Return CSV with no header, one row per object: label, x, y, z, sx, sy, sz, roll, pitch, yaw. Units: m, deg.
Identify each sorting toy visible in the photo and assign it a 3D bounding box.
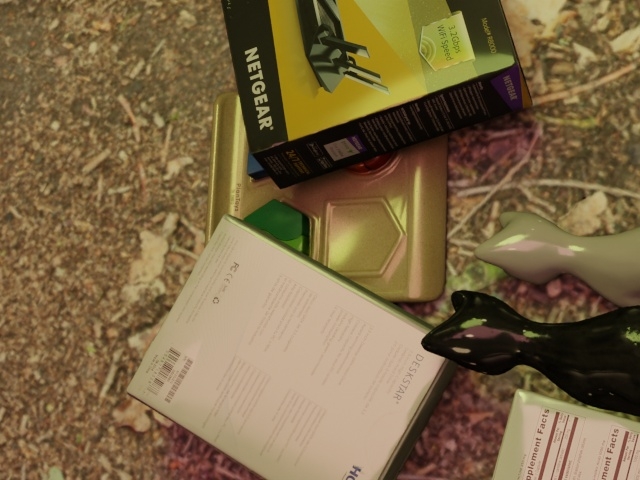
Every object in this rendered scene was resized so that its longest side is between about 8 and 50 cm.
sorting toy,0.000,0.000,1.135,0.229,0.041,0.307,-1,77,16

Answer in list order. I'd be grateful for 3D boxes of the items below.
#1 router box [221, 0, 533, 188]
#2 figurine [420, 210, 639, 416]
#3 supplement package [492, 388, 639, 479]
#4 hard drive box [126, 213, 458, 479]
router box,0.034,-0.228,1.130,0.243,0.081,0.309,-18,63,11
figurine,0.212,0.046,0.999,0.209,0.215,0.092,9,125,22
supplement package,0.239,0.216,0.934,0.203,0.194,0.149,14,83,20
hard drive box,-0.019,0.112,1.066,0.232,0.089,0.181,30,92,15
